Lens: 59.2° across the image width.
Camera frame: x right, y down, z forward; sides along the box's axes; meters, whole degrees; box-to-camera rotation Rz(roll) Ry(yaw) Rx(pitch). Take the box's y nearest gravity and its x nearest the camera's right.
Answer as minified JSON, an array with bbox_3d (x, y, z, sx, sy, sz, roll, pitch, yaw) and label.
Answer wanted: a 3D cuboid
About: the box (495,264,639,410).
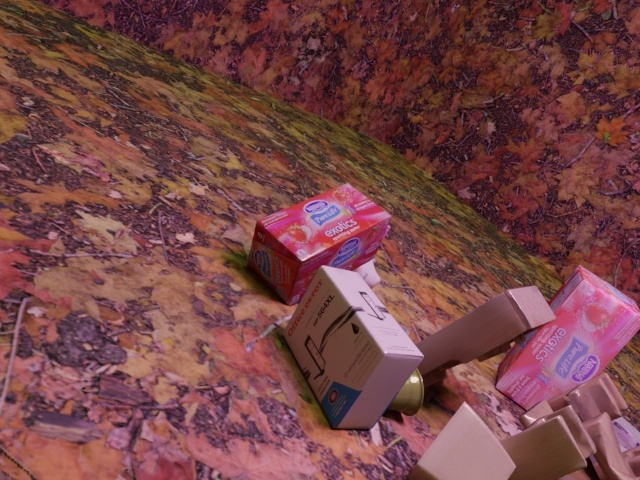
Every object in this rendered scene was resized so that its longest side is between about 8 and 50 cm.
[{"bbox_3d":[0.521,0.221,1.198,0.142,0.300,0.154,36,19,13],"label":"box"}]

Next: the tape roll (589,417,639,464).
[{"bbox_3d":[0.596,0.422,1.166,0.219,0.072,0.219,28,19,-10],"label":"tape roll"}]

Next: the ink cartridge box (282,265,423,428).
[{"bbox_3d":[0.039,0.158,0.857,0.085,0.148,0.203,14,25,-37],"label":"ink cartridge box"}]

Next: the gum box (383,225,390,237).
[{"bbox_3d":[0.097,-0.043,1.496,0.062,0.107,0.188,16,25,-38],"label":"gum box"}]

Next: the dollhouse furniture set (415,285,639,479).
[{"bbox_3d":[0.332,0.311,0.930,0.362,0.256,0.394,2,56,-54],"label":"dollhouse furniture set"}]

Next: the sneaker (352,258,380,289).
[{"bbox_3d":[0.063,0.020,1.338,0.129,0.111,0.297,36,23,-23],"label":"sneaker"}]

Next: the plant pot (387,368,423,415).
[{"bbox_3d":[0.107,0.236,0.893,0.079,0.083,0.083,7,28,-24],"label":"plant pot"}]

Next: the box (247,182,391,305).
[{"bbox_3d":[0.000,0.000,1.095,0.256,0.123,0.128,-26,55,-39],"label":"box"}]

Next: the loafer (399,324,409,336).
[{"bbox_3d":[0.149,0.202,1.096,0.045,0.039,0.125,0,12,12],"label":"loafer"}]

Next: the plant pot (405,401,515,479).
[{"bbox_3d":[0.187,0.296,0.735,0.096,0.109,0.109,37,-25,21],"label":"plant pot"}]
